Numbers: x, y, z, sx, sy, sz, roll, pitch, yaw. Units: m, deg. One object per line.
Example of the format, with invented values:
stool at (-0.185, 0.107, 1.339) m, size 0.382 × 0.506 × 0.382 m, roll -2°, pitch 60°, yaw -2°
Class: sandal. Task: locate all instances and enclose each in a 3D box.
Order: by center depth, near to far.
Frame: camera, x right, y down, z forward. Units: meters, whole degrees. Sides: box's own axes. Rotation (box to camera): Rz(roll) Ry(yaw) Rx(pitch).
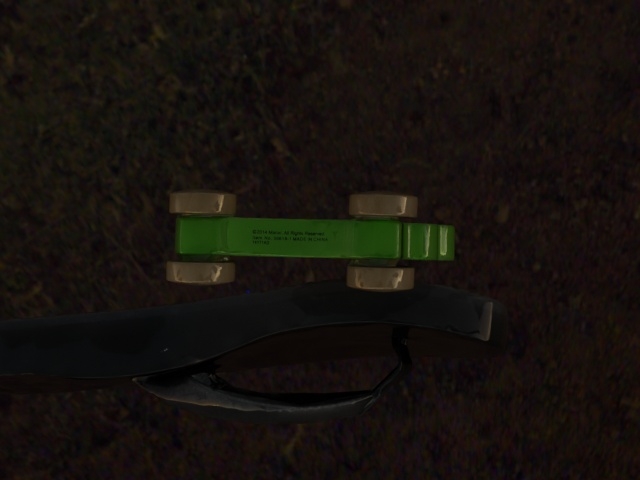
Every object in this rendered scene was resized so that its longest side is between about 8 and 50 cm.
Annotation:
sandal at (-0.042, 0.059, 0.484) m, size 0.254 × 0.097 × 0.054 m, roll -7°, pitch 75°, yaw 13°

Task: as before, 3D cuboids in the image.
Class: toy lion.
toy lion at (0.000, 0.000, 0.406) m, size 0.100 × 0.096 × 0.034 m, roll 1°, pitch 90°, yaw 5°
